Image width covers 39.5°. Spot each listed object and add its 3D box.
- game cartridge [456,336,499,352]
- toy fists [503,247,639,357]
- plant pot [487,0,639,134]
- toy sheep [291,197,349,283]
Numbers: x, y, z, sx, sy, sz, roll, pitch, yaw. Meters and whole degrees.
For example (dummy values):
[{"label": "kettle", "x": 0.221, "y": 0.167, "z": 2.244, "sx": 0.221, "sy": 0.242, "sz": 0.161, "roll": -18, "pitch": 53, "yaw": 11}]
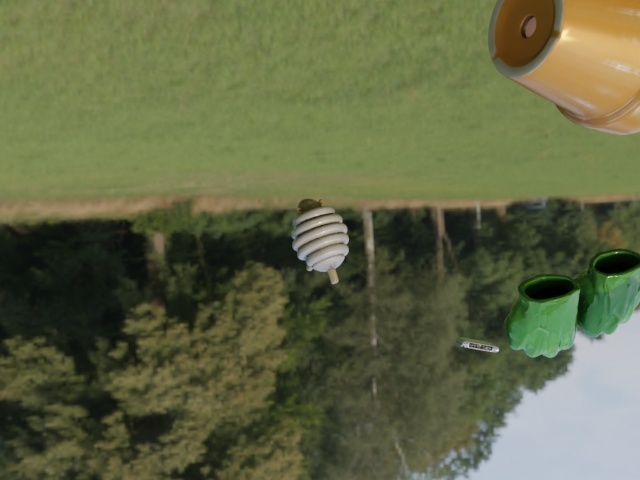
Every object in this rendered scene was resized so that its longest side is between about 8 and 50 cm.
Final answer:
[{"label": "game cartridge", "x": 0.338, "y": 0.225, "z": 1.926, "sx": 0.083, "sy": 0.017, "sz": 0.056, "roll": 11, "pitch": 179, "yaw": -9}, {"label": "toy fists", "x": 0.440, "y": 0.112, "z": 1.544, "sx": 0.279, "sy": 0.142, "sz": 0.096, "roll": -17, "pitch": -146, "yaw": -23}, {"label": "plant pot", "x": 0.314, "y": -0.243, "z": 1.075, "sx": 0.188, "sy": 0.205, "sz": 0.205, "roll": 6, "pitch": 177, "yaw": -29}, {"label": "toy sheep", "x": 0.000, "y": 0.000, "z": 1.268, "sx": 0.091, "sy": 0.132, "sz": 0.091, "roll": -23, "pitch": 168, "yaw": -5}]
